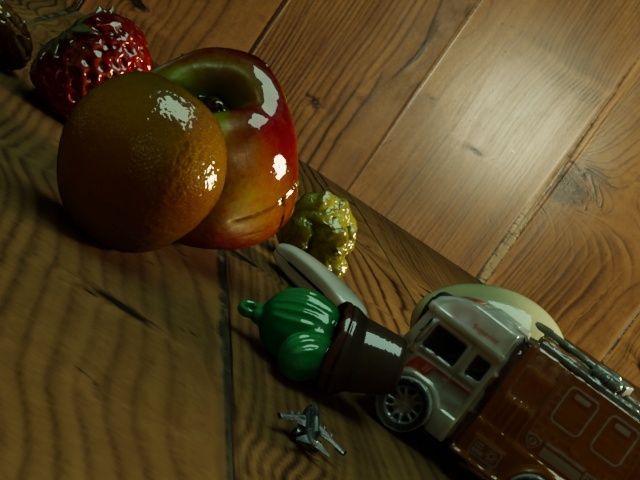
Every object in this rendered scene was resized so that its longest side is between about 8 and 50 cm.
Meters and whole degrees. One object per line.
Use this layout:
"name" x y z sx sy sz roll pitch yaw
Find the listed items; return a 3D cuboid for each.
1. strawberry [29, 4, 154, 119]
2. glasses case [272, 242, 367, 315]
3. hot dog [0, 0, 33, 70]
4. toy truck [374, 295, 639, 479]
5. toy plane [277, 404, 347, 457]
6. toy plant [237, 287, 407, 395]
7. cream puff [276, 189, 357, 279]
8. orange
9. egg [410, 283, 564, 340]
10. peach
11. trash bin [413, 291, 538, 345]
"strawberry" -0.332 -0.229 1.880 0.244 0.205 0.205 56 2 -15
"glasses case" -0.002 0.066 1.832 0.193 0.049 0.074 40 9 37
"hot dog" -0.553 -0.357 1.901 0.227 0.099 0.160 33 8 -35
"toy truck" 0.258 0.217 1.435 0.387 0.207 0.173 37 8 15
"toy plane" -0.010 0.183 1.161 0.078 0.031 0.083 33 8 -13
"toy plant" -0.003 0.118 1.364 0.200 0.105 0.143 16 28 -1
"cream puff" 0.000 0.000 1.980 0.146 0.146 0.116 29 27 -37
"orange" -0.204 -0.086 1.355 0.206 0.206 0.206 34 8 -5
"egg" 0.256 0.162 1.829 0.254 0.188 0.188 29 8 -5
"peach" -0.154 -0.107 1.579 0.245 0.274 0.248 -2 50 -2
"trash bin" 0.248 0.200 1.634 0.290 0.182 0.209 30 6 9
